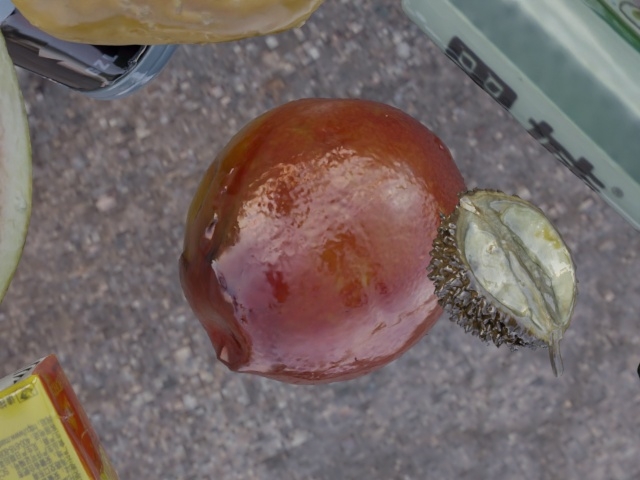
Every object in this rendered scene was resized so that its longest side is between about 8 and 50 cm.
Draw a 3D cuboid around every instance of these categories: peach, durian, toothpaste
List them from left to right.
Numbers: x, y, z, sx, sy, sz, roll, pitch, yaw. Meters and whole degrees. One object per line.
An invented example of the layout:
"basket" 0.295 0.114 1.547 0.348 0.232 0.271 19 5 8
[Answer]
"peach" 0.001 0.002 1.684 0.373 0.290 0.372 -30 147 -22
"durian" 0.159 0.045 1.283 0.148 0.188 0.091 -29 174 -46
"toothpaste" 0.154 -0.005 0.519 0.061 0.392 0.099 -46 174 4

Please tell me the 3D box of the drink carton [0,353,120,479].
"drink carton" -0.186 0.274 1.132 0.111 0.351 0.154 -26 -176 -4

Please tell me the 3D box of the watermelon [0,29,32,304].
"watermelon" -0.247 0.000 0.689 0.303 0.128 0.159 -70 155 -16

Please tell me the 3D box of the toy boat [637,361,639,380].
"toy boat" 0.331 0.154 1.051 0.092 0.319 0.141 29 119 -24

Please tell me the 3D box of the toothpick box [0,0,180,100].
"toothpick box" -0.343 -0.328 1.622 0.355 0.263 0.263 18 122 -47

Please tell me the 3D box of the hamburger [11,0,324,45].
"hamburger" -0.121 -0.284 1.026 0.319 0.158 0.318 -2 106 -8
